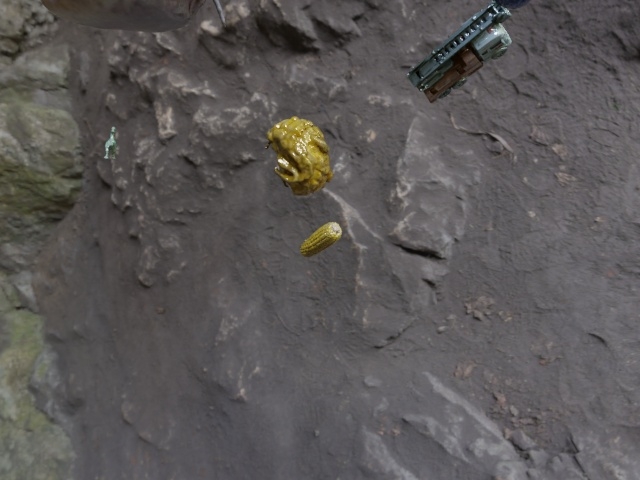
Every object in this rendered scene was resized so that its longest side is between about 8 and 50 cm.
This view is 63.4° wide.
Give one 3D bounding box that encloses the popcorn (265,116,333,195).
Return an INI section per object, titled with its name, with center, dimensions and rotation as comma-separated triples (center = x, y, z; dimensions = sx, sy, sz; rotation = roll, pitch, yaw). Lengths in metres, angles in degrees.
[popcorn]
center = -0.060, -0.258, 1.626
dimensions = 0.189, 0.250, 0.250
rotation = -31, 55, -1

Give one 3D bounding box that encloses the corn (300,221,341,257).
[corn]
center = 0.000, 0.000, 1.658
dimensions = 0.206, 0.067, 0.068
rotation = -35, 59, 51

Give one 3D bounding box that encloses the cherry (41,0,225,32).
[cherry]
center = -0.385, -0.563, 1.053
dimensions = 0.326, 0.335, 0.292
rotation = 20, 130, 28

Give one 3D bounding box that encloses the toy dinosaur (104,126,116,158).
[toy dinosaur]
center = -0.404, -0.189, 1.000
dimensions = 0.083, 0.021, 0.063
rotation = -144, 63, -64

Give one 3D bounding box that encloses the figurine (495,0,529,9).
[figurine]
center = 0.392, -0.560, 1.076
dimensions = 0.121, 0.262, 0.164
rotation = 60, 140, 27

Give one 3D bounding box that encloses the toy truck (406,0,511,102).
[toy truck]
center = 0.431, -0.579, 1.580
dimensions = 0.338, 0.184, 0.133
rotation = -34, 79, 25
